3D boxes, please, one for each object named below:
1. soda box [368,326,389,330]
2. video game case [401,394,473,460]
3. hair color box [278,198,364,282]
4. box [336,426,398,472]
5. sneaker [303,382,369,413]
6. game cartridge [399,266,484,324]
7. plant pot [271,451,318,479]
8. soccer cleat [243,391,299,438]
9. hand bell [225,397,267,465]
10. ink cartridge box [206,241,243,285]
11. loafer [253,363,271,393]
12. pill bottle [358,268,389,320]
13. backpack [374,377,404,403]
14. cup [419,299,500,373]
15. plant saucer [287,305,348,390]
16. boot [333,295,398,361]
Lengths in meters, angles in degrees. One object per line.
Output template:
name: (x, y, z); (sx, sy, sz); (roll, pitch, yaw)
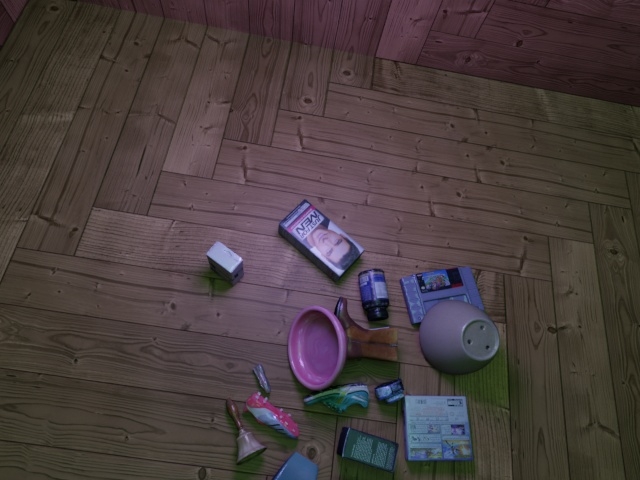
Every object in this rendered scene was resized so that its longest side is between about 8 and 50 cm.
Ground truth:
soda box: (0.195, 0.430, 1.869); (0.216, 0.074, 0.069); (-6, 70, -9)
video game case: (0.478, 0.774, 1.770); (0.270, 0.061, 0.244); (3, 66, -5)
hair color box: (0.000, 0.000, 2.002); (0.374, 0.113, 0.185); (41, 69, 9)
box: (0.181, 0.813, 1.669); (0.207, 0.153, 0.108); (17, 67, 1)
sneaker: (0.069, 0.654, 1.751); (0.275, 0.107, 0.110); (-3, 78, -8)
game cartridge: (0.566, 0.251, 1.999); (0.355, 0.068, 0.230); (-8, 73, -10)
plant pot: (-0.114, 0.929, 1.581); (0.165, 0.165, 0.234); (31, 51, 6)
soccer cleat: (-0.196, 0.716, 1.713); (0.248, 0.083, 0.095); (38, 98, 4)
hand bell: (-0.318, 0.735, 1.684); (0.126, 0.126, 0.242); (-24, 60, -16)
ink cartridge box: (-0.413, 0.104, 1.865); (0.140, 0.190, 0.082); (36, 68, 8)
loafer: (-0.244, 0.579, 1.777); (0.039, 0.045, 0.125); (-26, 66, 1)
pill bottle: (0.243, 0.247, 1.924); (0.123, 0.123, 0.219); (-3, 69, -8)
backpack: (0.289, 0.633, 1.781); (0.114, 0.105, 0.084); (-15, 69, -7)
cup: (0.619, 0.412, 1.807); (0.331, 0.237, 0.331); (2, 80, -9)
plant saucer: (-0.004, 0.435, 1.745); (0.084, 0.332, 0.332); (9, 62, -41)
boot: (0.196, 0.373, 1.799); (0.280, 0.096, 0.264); (3, 69, -7)
